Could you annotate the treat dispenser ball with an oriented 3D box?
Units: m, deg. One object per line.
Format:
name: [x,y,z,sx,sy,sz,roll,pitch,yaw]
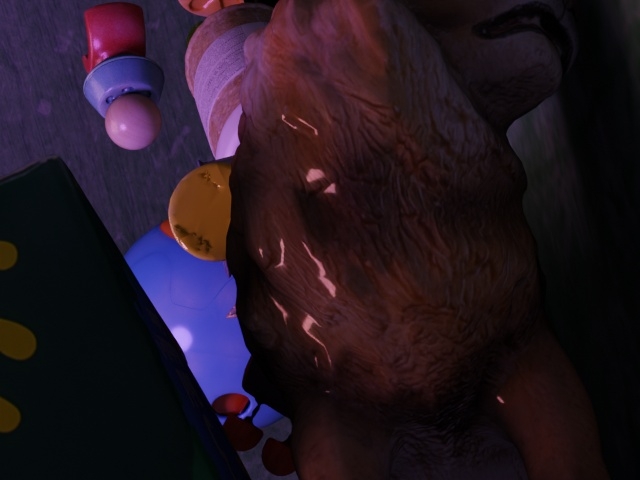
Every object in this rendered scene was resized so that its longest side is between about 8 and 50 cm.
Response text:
treat dispenser ball: [-0.125,0.101,1.840,0.288,0.288,0.288,165,90,-85]

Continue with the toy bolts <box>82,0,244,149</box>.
toy bolts: [-0.140,-0.189,1.576,0.218,0.229,0.158,97,160,-56]

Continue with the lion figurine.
lion figurine: [0.064,0.097,0.549,0.240,0.142,0.392,-106,1,-57]

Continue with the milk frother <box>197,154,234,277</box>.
milk frother: [0.000,0.000,0.994,0.143,0.135,0.129,-115,10,-64]

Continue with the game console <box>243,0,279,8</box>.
game console: [-0.067,-0.323,1.348,0.361,0.044,0.213,125,130,-83]

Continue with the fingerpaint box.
fingerpaint box: [-0.074,0.200,0.645,0.371,0.163,0.445,63,173,8]

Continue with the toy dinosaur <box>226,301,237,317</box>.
toy dinosaur: [-0.035,-0.038,1.425,0.296,0.127,0.200,135,127,-78]

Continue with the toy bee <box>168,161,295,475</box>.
toy bee: [0.016,0.046,0.798,0.195,0.162,0.298,17,148,30]

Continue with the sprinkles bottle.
sprinkles bottle: [-0.040,-0.106,1.217,0.355,0.121,0.121,-116,12,-67]
